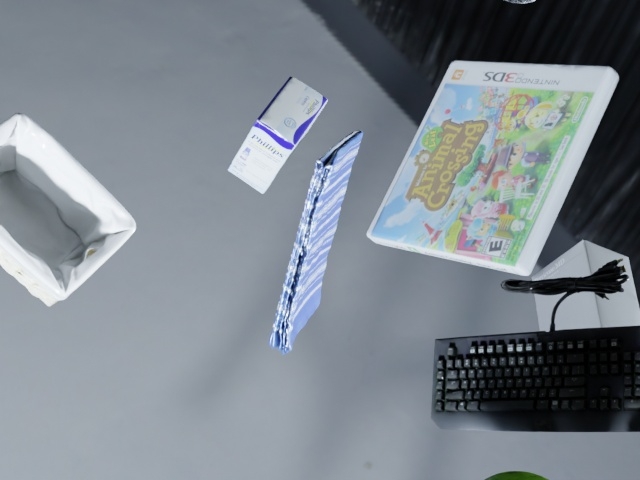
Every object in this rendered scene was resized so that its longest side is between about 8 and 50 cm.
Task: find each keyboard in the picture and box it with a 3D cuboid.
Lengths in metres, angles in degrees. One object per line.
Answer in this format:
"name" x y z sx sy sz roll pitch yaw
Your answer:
"keyboard" 0.265 0.123 1.235 0.033 0.317 0.201 27 64 -44

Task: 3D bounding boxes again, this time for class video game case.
"video game case" 0.159 -0.078 1.008 0.193 0.023 0.212 13 71 47

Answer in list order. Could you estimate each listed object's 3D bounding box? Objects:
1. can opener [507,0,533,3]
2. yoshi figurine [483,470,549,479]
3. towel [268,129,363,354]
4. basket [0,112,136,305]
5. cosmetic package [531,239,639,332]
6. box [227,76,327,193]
"can opener" 0.284 -0.423 1.296 0.074 0.280 0.093 28 6 15
"yoshi figurine" 0.138 0.338 0.857 0.204 0.203 0.362 25 51 1
"towel" 0.000 0.000 1.730 0.040 0.336 0.243 19 21 9
"basket" -0.287 -0.024 1.065 0.167 0.103 0.113 44 64 -4
"cosmetic package" 0.400 0.133 1.562 0.107 0.127 0.238 17 48 -27
"box" -0.067 -0.164 1.646 0.072 0.137 0.126 34 49 -4
